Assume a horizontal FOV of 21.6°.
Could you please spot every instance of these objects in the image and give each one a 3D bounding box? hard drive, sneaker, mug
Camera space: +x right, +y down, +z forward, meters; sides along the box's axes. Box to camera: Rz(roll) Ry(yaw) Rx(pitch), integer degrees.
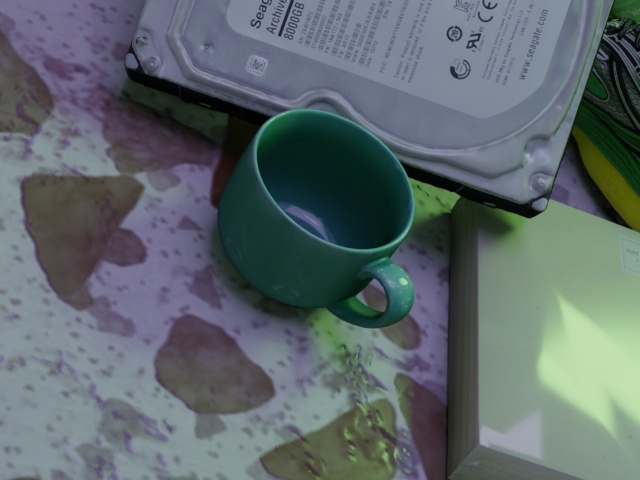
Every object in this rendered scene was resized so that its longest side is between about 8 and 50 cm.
[{"bbox_3d":[0.046,-0.181,1.282,0.339,0.064,0.237,20,84,0],"label":"hard drive"},{"bbox_3d":[0.260,-0.157,1.462,0.134,0.146,0.343,-21,63,-42],"label":"sneaker"},{"bbox_3d":[-0.008,-0.005,1.205,0.129,0.097,0.158,14,48,-22],"label":"mug"}]

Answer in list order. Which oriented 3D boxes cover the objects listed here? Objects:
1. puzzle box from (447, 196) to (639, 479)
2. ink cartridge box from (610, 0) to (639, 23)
[{"bbox_3d":[0.289,0.123,1.306,0.409,0.052,0.272,20,44,-15],"label":"puzzle box"},{"bbox_3d":[0.226,-0.369,1.562,0.353,0.119,0.207,29,87,-10],"label":"ink cartridge box"}]
